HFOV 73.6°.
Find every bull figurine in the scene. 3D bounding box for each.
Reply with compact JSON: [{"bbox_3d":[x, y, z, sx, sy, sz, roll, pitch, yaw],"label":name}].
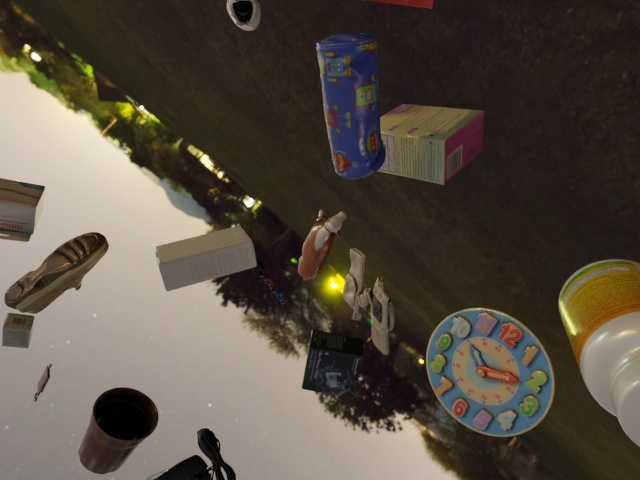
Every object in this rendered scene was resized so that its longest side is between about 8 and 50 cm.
[{"bbox_3d":[0.000,0.000,1.554,0.101,0.310,0.188,26,-153,-5],"label":"bull figurine"}]

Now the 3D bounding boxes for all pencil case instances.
[{"bbox_3d":[0.076,-0.286,0.927,0.119,0.133,0.306,49,156,52],"label":"pencil case"}]

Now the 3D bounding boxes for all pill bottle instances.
[{"bbox_3d":[0.372,0.125,0.499,0.136,0.136,0.246,41,-153,3],"label":"pill bottle"}]

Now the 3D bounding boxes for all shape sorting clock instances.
[{"bbox_3d":[0.267,0.213,0.698,0.206,0.206,0.040,38,-161,35],"label":"shape sorting clock"}]

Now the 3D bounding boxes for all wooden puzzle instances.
[{"bbox_3d":[-0.623,0.316,0.963,0.006,0.083,0.049,27,180,-36],"label":"wooden puzzle"}]

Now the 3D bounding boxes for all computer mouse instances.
[{"bbox_3d":[-0.396,0.682,1.207,0.188,0.272,0.072,59,165,10],"label":"computer mouse"}]

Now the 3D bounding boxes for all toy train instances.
[{"bbox_3d":[-0.139,0.112,1.164,0.158,0.036,0.027,54,-153,-2],"label":"toy train"}]

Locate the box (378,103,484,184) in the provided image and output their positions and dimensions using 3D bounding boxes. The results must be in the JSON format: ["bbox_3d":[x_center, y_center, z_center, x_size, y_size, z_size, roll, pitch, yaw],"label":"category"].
[{"bbox_3d":[0.267,-0.262,1.127,0.243,0.214,0.117,20,134,36],"label":"box"}]

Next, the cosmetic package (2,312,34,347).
[{"bbox_3d":[-0.758,0.227,1.072,0.060,0.115,0.041,15,-132,-29],"label":"cosmetic package"}]

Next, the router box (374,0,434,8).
[{"bbox_3d":[0.094,-0.614,0.839,0.301,0.335,0.082,10,154,6],"label":"router box"}]

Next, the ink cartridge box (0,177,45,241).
[{"bbox_3d":[-0.605,-0.064,0.827,0.104,0.060,0.180,10,-162,-30],"label":"ink cartridge box"}]

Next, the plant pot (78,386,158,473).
[{"bbox_3d":[-0.544,0.509,1.129,0.167,0.165,0.167,31,-162,-11],"label":"plant pot"}]

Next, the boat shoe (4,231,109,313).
[{"bbox_3d":[-0.447,0.059,0.752,0.068,0.190,0.072,52,175,37],"label":"boat shoe"}]

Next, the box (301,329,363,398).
[{"bbox_3d":[0.036,0.364,1.265,0.158,0.155,0.093,10,-158,1],"label":"box"}]

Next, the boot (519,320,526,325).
[{"bbox_3d":[0.495,0.361,1.194,0.115,0.305,0.112,18,174,20],"label":"boot"}]

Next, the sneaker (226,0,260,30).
[{"bbox_3d":[-0.215,-0.630,1.173,0.258,0.094,0.091,-116,23,-90],"label":"sneaker"}]

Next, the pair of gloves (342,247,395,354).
[{"bbox_3d":[0.118,0.155,1.125,0.240,0.042,0.204,-127,34,-52],"label":"pair of gloves"}]

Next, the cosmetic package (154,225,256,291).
[{"bbox_3d":[-0.292,0.042,1.092,0.117,0.231,0.085,-138,36,-57],"label":"cosmetic package"}]
